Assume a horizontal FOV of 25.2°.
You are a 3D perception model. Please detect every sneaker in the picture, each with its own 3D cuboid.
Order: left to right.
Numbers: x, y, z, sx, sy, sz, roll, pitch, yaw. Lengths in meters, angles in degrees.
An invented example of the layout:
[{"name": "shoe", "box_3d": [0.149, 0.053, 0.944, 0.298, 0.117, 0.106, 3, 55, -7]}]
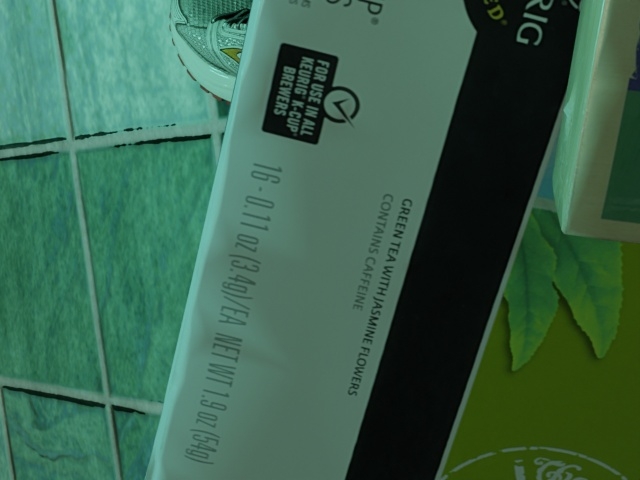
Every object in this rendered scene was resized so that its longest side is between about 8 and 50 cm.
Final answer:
[{"name": "sneaker", "box_3d": [-0.022, -0.137, 0.991, 0.225, 0.088, 0.092, 33, 144, 34]}]

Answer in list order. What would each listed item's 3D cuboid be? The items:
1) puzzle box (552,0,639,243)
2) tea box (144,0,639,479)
[{"name": "puzzle box", "box_3d": [0.287, -0.110, 0.402, 0.052, 0.409, 0.272, -79, -4, -68]}, {"name": "tea box", "box_3d": [0.119, -0.026, 0.613, 0.220, 0.324, 0.329, -80, 3, -60]}]
